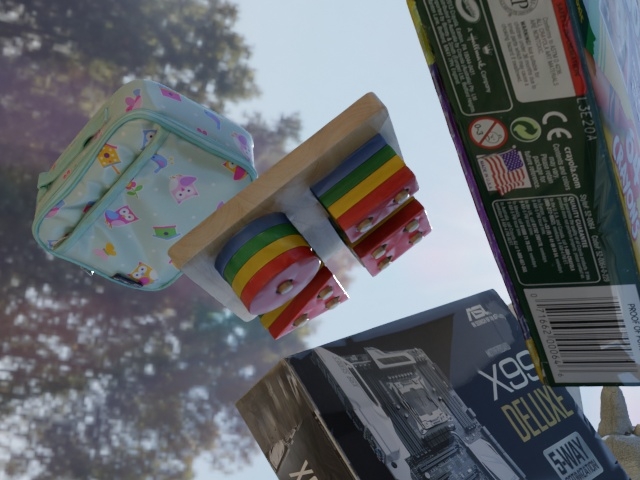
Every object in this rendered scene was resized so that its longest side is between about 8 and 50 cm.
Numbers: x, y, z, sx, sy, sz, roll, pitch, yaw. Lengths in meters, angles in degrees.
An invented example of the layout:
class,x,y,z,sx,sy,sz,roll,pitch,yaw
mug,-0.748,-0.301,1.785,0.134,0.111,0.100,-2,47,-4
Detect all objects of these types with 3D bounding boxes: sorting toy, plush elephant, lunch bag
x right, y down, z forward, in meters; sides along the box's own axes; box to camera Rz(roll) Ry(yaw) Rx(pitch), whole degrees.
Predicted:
class,x,y,z,sx,sy,sz,roll,pitch,yaw
sorting toy,0.000,0.000,1.064,0.089,0.255,0.257,51,-1,20
plush elephant,0.482,0.355,1.612,0.255,0.271,0.330,67,21,-49
lunch bag,-0.236,-0.063,1.294,0.279,0.224,0.108,-45,-142,27

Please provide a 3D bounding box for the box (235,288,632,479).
class,x,y,z,sx,sy,sz,roll,pitch,yaw
box,0.112,0.179,0.818,0.076,0.307,0.242,-46,-112,35

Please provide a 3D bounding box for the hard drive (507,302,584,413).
class,x,y,z,sx,sy,sz,roll,pitch,yaw
hard drive,0.140,0.227,1.108,0.047,0.353,0.233,35,-32,53

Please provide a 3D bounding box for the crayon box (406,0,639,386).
class,x,y,z,sx,sy,sz,roll,pitch,yaw
crayon box,0.197,-0.124,0.766,0.106,0.363,0.313,-5,-139,27
